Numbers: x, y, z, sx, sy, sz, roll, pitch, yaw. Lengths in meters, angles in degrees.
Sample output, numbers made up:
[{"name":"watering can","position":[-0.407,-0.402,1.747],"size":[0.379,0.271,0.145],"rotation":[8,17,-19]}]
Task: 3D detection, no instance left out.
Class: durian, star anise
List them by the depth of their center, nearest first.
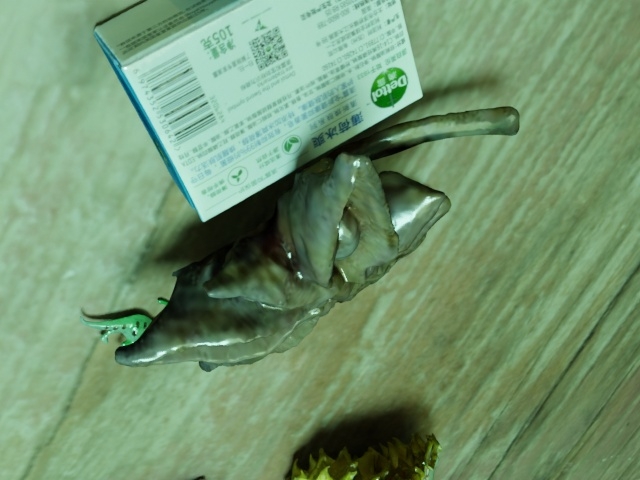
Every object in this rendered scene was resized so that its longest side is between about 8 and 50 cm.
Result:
[{"name":"star anise","position":[0.000,0.002,0.630],"size":[0.349,0.109,0.292],"rotation":[-40,176,22]},{"name":"durian","position":[0.079,0.312,0.909],"size":[0.196,0.186,0.305],"rotation":[-41,142,-28]}]

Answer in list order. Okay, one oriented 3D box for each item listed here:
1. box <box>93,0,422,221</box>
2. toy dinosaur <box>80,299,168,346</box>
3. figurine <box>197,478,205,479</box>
[{"name":"box","position":[-0.036,-0.124,0.551],"size":[0.194,0.073,0.139],"rotation":[-31,134,-10]},{"name":"toy dinosaur","position":[-0.155,0.069,0.656],"size":[0.062,0.021,0.083],"rotation":[-43,139,-8]},{"name":"figurine","position":[-0.139,0.330,0.792],"size":[0.125,0.138,0.125],"rotation":[3,117,5]}]
